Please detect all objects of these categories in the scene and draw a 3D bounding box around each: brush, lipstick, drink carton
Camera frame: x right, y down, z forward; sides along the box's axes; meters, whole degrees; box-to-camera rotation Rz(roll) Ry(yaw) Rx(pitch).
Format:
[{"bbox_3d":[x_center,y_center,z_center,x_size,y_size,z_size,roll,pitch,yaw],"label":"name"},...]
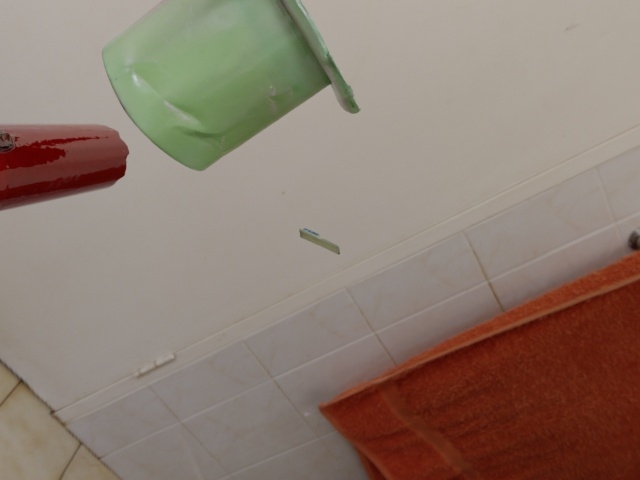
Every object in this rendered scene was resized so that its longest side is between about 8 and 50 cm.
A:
[{"bbox_3d":[0.000,0.000,0.730,0.084,0.013,0.016,25,-48,41],"label":"brush"},{"bbox_3d":[-0.257,-0.051,0.354,0.073,0.073,0.280,62,21,-5],"label":"lipstick"},{"bbox_3d":[-0.073,-0.137,0.374,0.146,0.142,0.144,63,10,19],"label":"drink carton"}]
